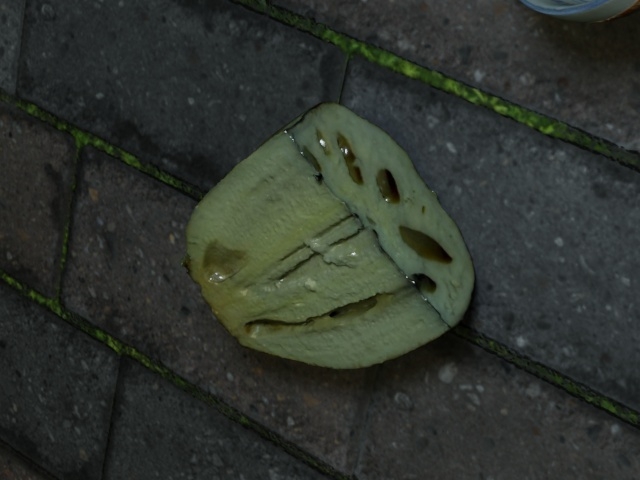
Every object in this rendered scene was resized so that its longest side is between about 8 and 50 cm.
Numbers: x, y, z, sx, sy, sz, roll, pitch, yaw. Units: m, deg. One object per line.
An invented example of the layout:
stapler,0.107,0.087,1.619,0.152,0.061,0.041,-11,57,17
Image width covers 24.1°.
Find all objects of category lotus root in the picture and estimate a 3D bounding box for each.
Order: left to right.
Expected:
lotus root,0.000,0.014,1.608,0.267,0.149,0.260,50,133,-6

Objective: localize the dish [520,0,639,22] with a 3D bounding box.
dish,0.291,-0.302,1.300,0.273,0.134,0.273,-31,49,44
